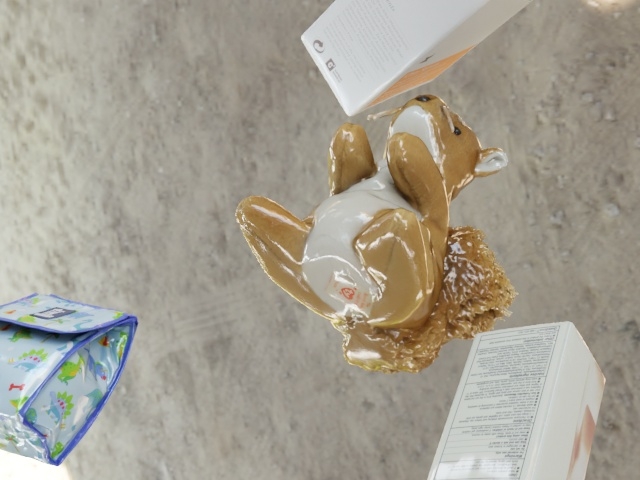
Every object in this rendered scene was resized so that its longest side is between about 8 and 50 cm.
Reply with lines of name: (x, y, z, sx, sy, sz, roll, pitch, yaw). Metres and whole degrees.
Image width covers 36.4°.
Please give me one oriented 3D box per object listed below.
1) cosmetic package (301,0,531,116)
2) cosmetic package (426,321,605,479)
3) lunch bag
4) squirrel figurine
cosmetic package: (0.197, -0.384, 1.470, 0.161, 0.230, 0.453, 59, 141, 3)
cosmetic package: (0.249, 0.259, 1.235, 0.153, 0.296, 0.129, -11, 127, 39)
lunch bag: (-0.254, 0.111, 0.879, 0.129, 0.151, 0.096, 9, 134, 29)
squirrel figurine: (0.135, -0.014, 1.471, 0.281, 0.370, 0.397, -2, 126, 37)
